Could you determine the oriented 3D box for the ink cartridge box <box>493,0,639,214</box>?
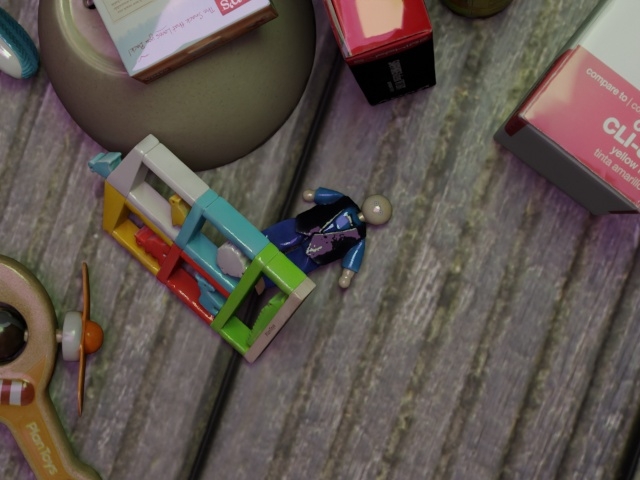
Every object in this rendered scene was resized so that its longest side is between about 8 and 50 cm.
[{"bbox_3d":[0.373,-0.222,1.206,0.160,0.279,0.384,38,93,3],"label":"ink cartridge box"}]

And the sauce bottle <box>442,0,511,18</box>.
[{"bbox_3d":[0.167,-0.315,1.193,0.111,0.344,0.111,0,88,7],"label":"sauce bottle"}]

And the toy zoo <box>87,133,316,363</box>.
[{"bbox_3d":[-0.151,0.001,1.308,0.293,0.192,0.030,42,55,4],"label":"toy zoo"}]

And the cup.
[{"bbox_3d":[-0.178,-0.248,1.277,0.331,0.237,0.331,0,90,4],"label":"cup"}]

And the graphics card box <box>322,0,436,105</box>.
[{"bbox_3d":[0.045,-0.279,1.190,0.094,0.371,0.232,-19,87,5],"label":"graphics card box"}]

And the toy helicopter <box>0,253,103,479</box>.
[{"bbox_3d":[-0.342,0.179,1.364,0.235,0.140,0.355,-25,99,-4],"label":"toy helicopter"}]

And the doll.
[{"bbox_3d":[0.000,0.000,1.355,0.189,0.046,0.129,-27,78,-2],"label":"doll"}]

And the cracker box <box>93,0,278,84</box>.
[{"bbox_3d":[-0.162,-0.292,1.123,0.156,0.067,0.232,-26,87,5],"label":"cracker box"}]

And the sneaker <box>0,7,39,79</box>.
[{"bbox_3d":[-0.439,-0.257,1.381,0.229,0.087,0.092,37,100,11],"label":"sneaker"}]
